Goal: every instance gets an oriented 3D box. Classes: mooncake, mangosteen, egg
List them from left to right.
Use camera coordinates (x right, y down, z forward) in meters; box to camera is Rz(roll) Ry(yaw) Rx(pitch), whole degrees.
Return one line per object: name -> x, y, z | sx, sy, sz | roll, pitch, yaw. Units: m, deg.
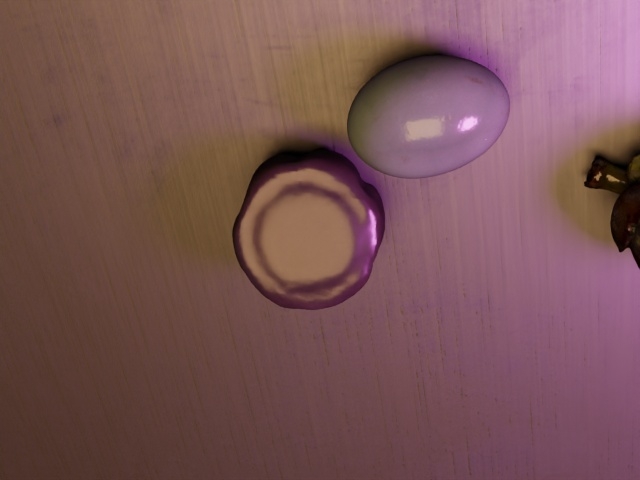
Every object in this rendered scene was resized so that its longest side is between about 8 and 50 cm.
mooncake -> -0.018, -0.020, 1.374 | 0.245, 0.133, 0.245 | 1, 110, 3
egg -> 0.150, -0.174, 1.243 | 0.231, 0.168, 0.168 | -13, 117, 15
mangosteen -> 0.509, -0.049, 1.234 | 0.289, 0.231, 0.231 | 43, 127, 28
